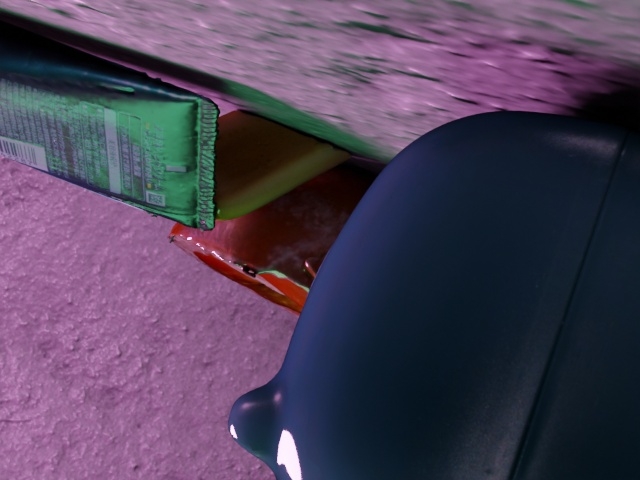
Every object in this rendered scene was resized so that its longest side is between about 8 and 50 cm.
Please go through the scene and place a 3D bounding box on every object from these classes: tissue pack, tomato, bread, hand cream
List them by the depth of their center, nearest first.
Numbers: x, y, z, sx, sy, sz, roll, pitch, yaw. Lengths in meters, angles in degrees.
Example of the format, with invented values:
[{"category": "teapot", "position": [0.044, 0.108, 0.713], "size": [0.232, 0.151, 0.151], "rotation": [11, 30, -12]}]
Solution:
[{"category": "tissue pack", "position": [0.094, 0.058, 0.534], "size": [0.206, 0.198, 0.287], "rotation": [19, 179, 11]}, {"category": "hand cream", "position": [-0.185, -0.085, 0.794], "size": [0.270, 0.061, 0.120], "rotation": [22, 143, 11]}, {"category": "bread", "position": [-0.039, -0.055, 0.839], "size": [0.062, 0.103, 0.049], "rotation": [61, 160, 0]}, {"category": "tomato", "position": [0.000, 0.000, 0.929], "size": [0.199, 0.112, 0.228], "rotation": [29, 172, -26]}]
